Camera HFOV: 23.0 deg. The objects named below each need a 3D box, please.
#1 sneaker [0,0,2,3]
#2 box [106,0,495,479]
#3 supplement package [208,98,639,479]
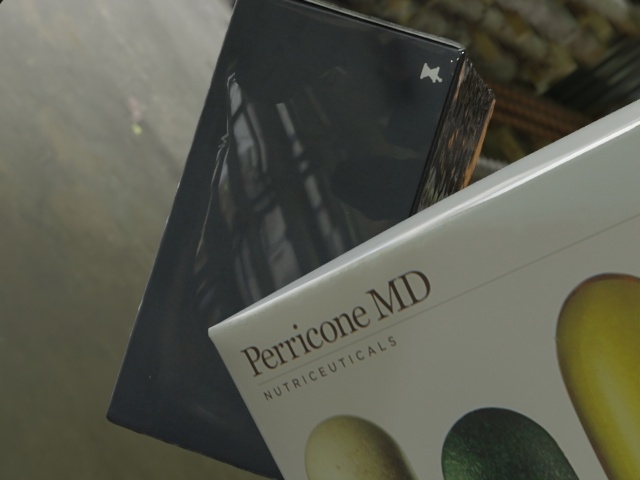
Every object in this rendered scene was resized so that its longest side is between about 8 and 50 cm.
[{"bbox_3d":[-0.183,-0.115,0.271,0.283,0.107,0.124,17,5,-35],"label":"sneaker"},{"bbox_3d":[0.000,0.000,1.274,0.178,0.343,0.312,18,1,10],"label":"box"},{"bbox_3d":[0.139,0.084,0.542,0.198,0.199,0.263,-28,90,-54],"label":"supplement package"}]
